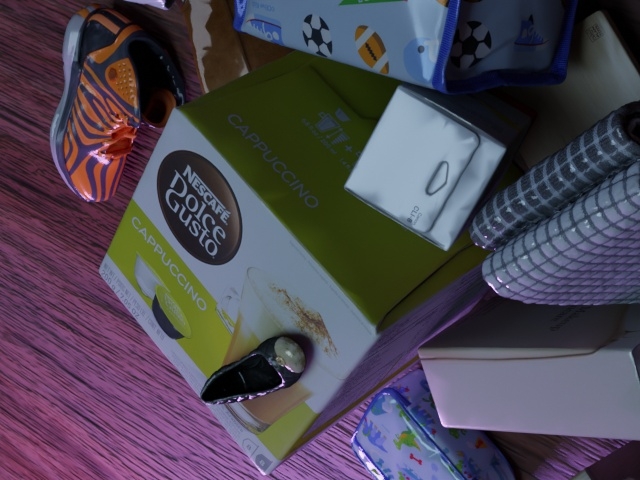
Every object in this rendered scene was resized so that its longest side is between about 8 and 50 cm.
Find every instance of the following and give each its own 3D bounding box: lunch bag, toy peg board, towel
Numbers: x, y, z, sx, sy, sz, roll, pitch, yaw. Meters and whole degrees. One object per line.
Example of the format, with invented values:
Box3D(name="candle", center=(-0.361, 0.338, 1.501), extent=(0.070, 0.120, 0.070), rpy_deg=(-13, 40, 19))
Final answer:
Box3D(name="lunch bag", center=(0.105, -0.370, 1.425), extent=(0.328, 0.239, 0.385), rpy_deg=(21, 113, 41))
Box3D(name="lunch bag", center=(0.147, 0.298, 1.906), extent=(0.219, 0.090, 0.176), rpy_deg=(49, 142, 15))
Box3D(name="toy peg board", center=(0.288, -0.143, 1.515), extent=(0.161, 0.079, 0.161), rpy_deg=(-31, 88, 35))
Box3D(name="towel", center=(0.319, -0.036, 1.385), extent=(0.235, 0.284, 0.121), rpy_deg=(-39, 59, 47))

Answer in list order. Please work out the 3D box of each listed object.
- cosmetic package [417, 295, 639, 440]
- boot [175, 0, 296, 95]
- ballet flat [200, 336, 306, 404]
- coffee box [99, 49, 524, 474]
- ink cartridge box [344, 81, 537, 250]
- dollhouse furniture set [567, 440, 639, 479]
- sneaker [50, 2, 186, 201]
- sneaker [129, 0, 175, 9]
Box3D(name="cosmetic package", center=(0.281, 0.139, 1.609), extent=(0.309, 0.160, 0.113), rpy_deg=(-6, 108, 48))
Box3D(name="boot", center=(-0.180, -0.298, 1.820), extent=(0.096, 0.264, 0.280), rpy_deg=(-109, -1, -78))
Box3D(name="ballet flat", center=(-0.070, 0.149, 1.545), extent=(0.173, 0.049, 0.057), rpy_deg=(-34, 89, 49))
Box3D(name="coffee box", center=(0.000, 0.000, 1.684), extent=(0.337, 0.338, 0.334), rpy_deg=(48, 139, 13))
Box3D(name="ink cartridge box", center=(0.126, -0.092, 1.457), extent=(0.127, 0.176, 0.128), rpy_deg=(31, 112, 7))
Box3D(name="dollhouse furniture set", center=(0.371, 0.363, 1.609), extent=(0.212, 0.161, 0.242), rpy_deg=(-45, 71, 37))
Box3D(name="sneaker", center=(-0.294, -0.171, 2.069), extent=(0.180, 0.125, 0.321), rpy_deg=(31, 132, 33))
Box3D(name="sneaker", center=(-0.215, -0.433, 1.873), extent=(0.151, 0.094, 0.256), rpy_deg=(22, 116, 10))
